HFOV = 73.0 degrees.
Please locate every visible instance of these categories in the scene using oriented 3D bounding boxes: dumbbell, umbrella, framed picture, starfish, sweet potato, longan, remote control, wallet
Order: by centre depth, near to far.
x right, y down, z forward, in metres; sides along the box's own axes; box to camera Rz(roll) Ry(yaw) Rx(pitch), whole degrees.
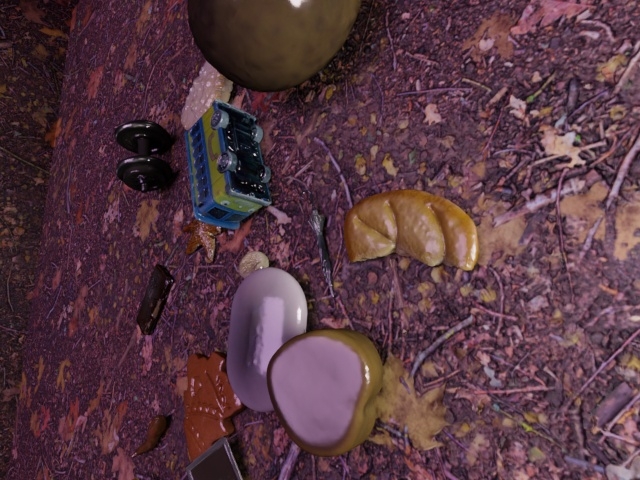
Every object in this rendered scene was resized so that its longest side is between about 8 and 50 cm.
[{"bbox_3d":[-0.118,-0.559,0.993,0.436,0.404,0.404,-40,56,26],"label":"longan"},{"bbox_3d":[0.005,-0.002,0.996,0.044,0.044,0.269,-17,72,0],"label":"umbrella"},{"bbox_3d":[-0.129,0.228,1.014,0.221,0.103,0.332,-1,80,36],"label":"remote control"},{"bbox_3d":[-0.238,0.643,1.066,0.197,0.014,0.252,-45,61,26],"label":"framed picture"},{"bbox_3d":[-0.527,0.613,1.341,0.050,0.050,0.214,51,119,37],"label":"sweet potato"},{"bbox_3d":[-0.371,-0.037,1.345,0.227,0.043,0.240,-22,63,37],"label":"starfish"},{"bbox_3d":[-0.578,0.204,1.489,0.122,0.031,0.232,35,104,43],"label":"wallet"},{"bbox_3d":[-0.629,-0.305,1.540,0.192,0.192,0.289,-24,65,37],"label":"dumbbell"}]

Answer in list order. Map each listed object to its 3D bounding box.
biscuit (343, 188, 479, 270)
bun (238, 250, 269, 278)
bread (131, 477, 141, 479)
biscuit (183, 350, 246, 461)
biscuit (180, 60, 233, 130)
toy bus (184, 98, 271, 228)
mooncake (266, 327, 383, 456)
[{"bbox_3d":[0.164,-0.026,0.842,0.299,0.045,0.154,1,80,43],"label":"biscuit"},{"bbox_3d":[-0.167,0.070,1.119,0.086,0.055,0.086,-19,49,23],"label":"bun"},{"bbox_3d":[-0.530,0.820,1.277,0.105,0.076,0.233,-6,83,54],"label":"bread"},{"bbox_3d":[-0.309,0.457,1.173,0.284,0.043,0.306,14,90,43],"label":"biscuit"},{"bbox_3d":[-0.361,-0.470,1.401,0.179,0.084,0.281,45,111,40],"label":"biscuit"},{"bbox_3d":[-0.259,-0.210,1.202,0.190,0.152,0.312,-32,60,33],"label":"toy bus"},{"bbox_3d":[0.006,0.285,0.853,0.235,0.117,0.234,-5,80,29],"label":"mooncake"}]
